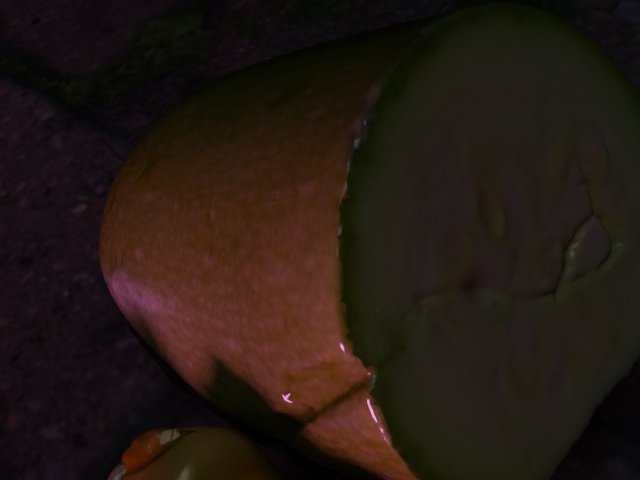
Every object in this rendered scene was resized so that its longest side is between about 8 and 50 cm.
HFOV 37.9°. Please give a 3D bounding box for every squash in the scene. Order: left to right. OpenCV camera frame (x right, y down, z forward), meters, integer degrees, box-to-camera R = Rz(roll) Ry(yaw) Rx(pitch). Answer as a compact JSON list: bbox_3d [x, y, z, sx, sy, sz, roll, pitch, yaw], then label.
[{"bbox_3d":[0.000,0.000,0.531,0.233,0.210,0.309,-44,19,-29],"label":"squash"}]

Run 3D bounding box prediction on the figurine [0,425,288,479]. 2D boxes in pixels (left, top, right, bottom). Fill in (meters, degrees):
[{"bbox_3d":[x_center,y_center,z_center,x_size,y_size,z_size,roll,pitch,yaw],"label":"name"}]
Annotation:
[{"bbox_3d":[-0.088,0.160,0.449,0.246,0.131,0.156,-1,97,17],"label":"figurine"}]
